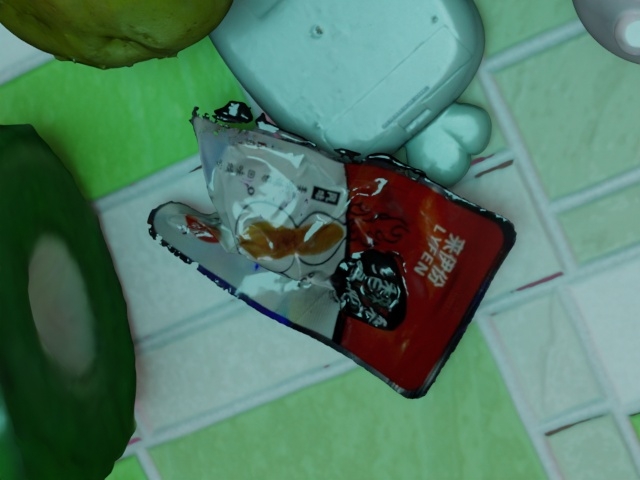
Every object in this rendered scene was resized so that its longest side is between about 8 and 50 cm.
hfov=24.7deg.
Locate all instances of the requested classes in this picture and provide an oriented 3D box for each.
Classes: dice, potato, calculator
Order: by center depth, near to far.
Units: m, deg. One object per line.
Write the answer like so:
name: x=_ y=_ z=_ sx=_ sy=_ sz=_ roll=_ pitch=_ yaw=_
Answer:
potato: x=-0.163 y=-0.215 z=1.082 sx=0.253 sy=0.186 sz=0.148 roll=20 pitch=69 yaw=36
calculator: x=0.018 y=-0.163 z=1.128 sx=0.184 sy=0.042 sz=0.295 roll=-41 pitch=92 yaw=18
dice: x=-0.330 y=0.082 z=1.138 sx=0.300 sy=0.287 sz=0.297 roll=-14 pitch=101 yaw=15

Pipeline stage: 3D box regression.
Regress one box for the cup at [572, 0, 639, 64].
cup: x=0.255 y=-0.199 z=1.016 sx=0.173 sy=0.142 sz=0.134 roll=-35 pitch=94 yaw=18

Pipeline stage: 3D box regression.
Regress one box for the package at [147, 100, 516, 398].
package: x=0.000 y=0.000 z=1.160 sx=0.270 sy=0.071 sz=0.194 roll=23 pitch=131 yaw=-3
